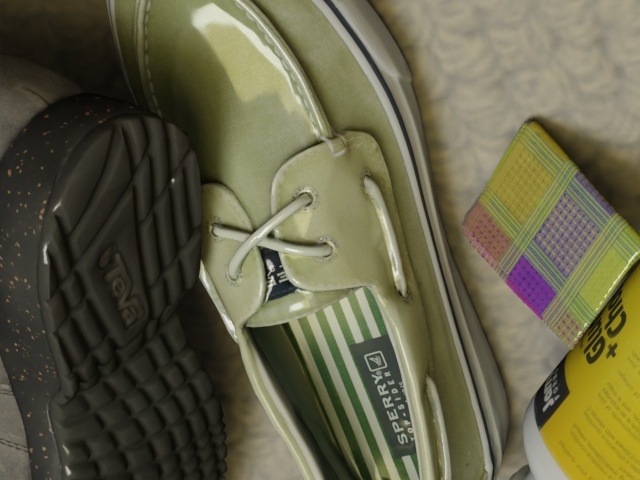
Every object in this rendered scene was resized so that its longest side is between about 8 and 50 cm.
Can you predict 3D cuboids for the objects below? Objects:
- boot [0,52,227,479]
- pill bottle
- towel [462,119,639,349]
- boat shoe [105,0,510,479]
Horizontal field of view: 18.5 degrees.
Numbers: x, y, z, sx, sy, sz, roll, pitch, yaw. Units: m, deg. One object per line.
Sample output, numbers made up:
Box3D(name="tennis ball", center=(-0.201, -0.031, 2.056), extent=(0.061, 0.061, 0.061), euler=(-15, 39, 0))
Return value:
Box3D(name="boot", center=(-0.158, 0.037, 0.843), extent=(0.222, 0.118, 0.338), euler=(27, 131, 26))
Box3D(name="pill bottle", center=(0.147, 0.069, 0.797), extent=(0.103, 0.103, 0.184), euler=(32, 118, -4))
Box3D(name="towel", center=(0.094, -0.004, 0.799), extent=(0.083, 0.009, 0.060), euler=(51, 122, 35))
Box3D(name="boat shoe", center=(0.000, 0.000, 0.801), extent=(0.109, 0.094, 0.302), euler=(-20, 110, 21))
